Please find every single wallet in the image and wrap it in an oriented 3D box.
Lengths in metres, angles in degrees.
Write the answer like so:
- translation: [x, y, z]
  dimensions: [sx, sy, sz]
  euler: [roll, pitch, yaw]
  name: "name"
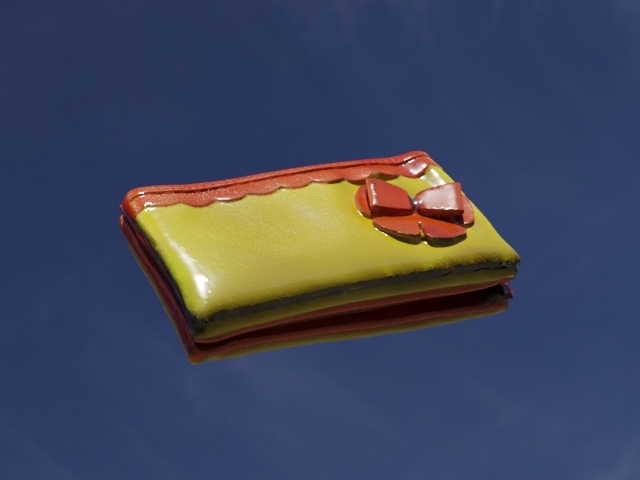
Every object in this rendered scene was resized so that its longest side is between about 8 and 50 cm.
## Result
- translation: [0.000, 0.000, 1.113]
  dimensions: [0.241, 0.141, 0.067]
  euler: [-9, -45, -28]
  name: "wallet"
